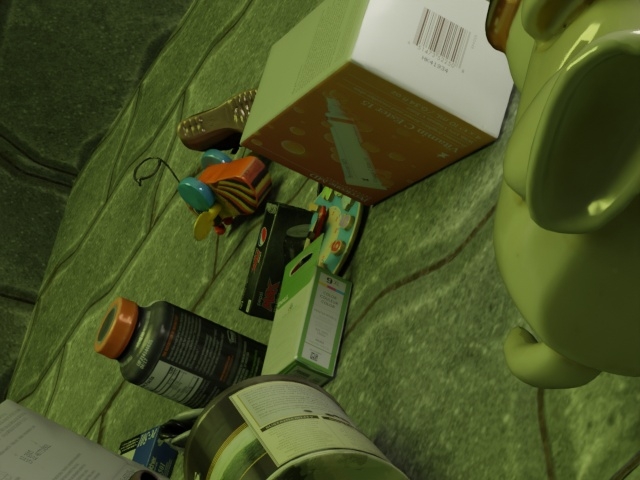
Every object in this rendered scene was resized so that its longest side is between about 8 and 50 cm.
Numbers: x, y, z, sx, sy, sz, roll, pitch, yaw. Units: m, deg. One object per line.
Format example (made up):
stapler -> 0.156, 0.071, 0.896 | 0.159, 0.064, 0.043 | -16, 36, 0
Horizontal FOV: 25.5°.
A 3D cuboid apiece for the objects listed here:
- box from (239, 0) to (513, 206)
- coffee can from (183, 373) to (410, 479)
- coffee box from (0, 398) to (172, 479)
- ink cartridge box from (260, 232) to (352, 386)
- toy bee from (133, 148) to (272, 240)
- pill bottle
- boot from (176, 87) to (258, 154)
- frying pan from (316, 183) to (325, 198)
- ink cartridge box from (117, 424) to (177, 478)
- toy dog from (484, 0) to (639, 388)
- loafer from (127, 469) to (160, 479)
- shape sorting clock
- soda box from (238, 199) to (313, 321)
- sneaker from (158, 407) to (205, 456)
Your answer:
box -> 0.073, -0.197, 1.819 | 0.345, 0.215, 0.168 | -28, 40, 62
coffee can -> -0.022, 0.273, 1.483 | 0.201, 0.202, 0.275 | -64, 18, 2
coffee box -> -0.377, 0.458, 1.842 | 0.334, 0.338, 0.337 | -65, -3, 8
ink cartridge box -> -0.016, 0.107, 1.910 | 0.109, 0.062, 0.209 | -43, 28, 48
toy bee -> -0.178, -0.085, 2.534 | 0.195, 0.162, 0.298 | -42, 32, -11
pill bottle -> -0.200, 0.167, 2.047 | 0.130, 0.246, 0.130 | -53, 21, 31
boot -> -0.127, -0.213, 2.560 | 0.207, 0.249, 0.090 | 5, -105, -77
frying pan -> 0.004, -0.179, 2.271 | 0.197, 0.053, 0.326 | -26, 39, 64
ink cartridge box -> -0.299, 0.376, 2.371 | 0.207, 0.046, 0.097 | -32, 38, 59
toy dog -> 0.271, -0.105, 1.144 | 0.408, 0.285, 0.395 | -85, 9, -50
loafer -> -0.132, 0.374, 1.577 | 0.302, 0.109, 0.095 | 35, 107, 27
shape sorting clock -> 0.000, 0.000, 2.044 | 0.206, 0.040, 0.206 | -54, 21, 31
soda box -> -0.064, 0.031, 2.039 | 0.053, 0.060, 0.168 | -160, 85, -70
sneaker -> -0.181, 0.307, 1.993 | 0.228, 0.132, 0.086 | -54, 21, 29
